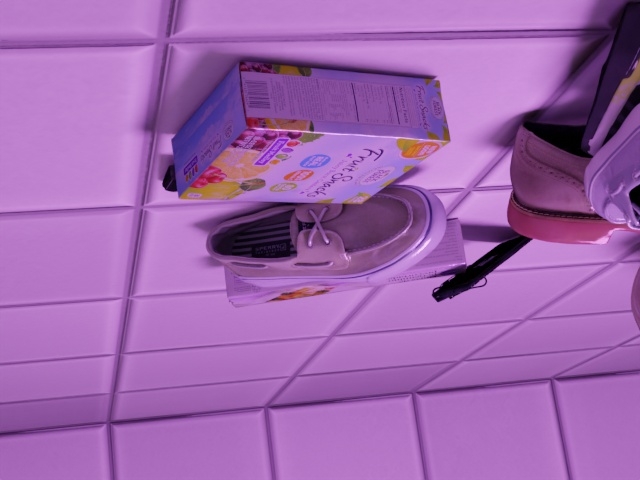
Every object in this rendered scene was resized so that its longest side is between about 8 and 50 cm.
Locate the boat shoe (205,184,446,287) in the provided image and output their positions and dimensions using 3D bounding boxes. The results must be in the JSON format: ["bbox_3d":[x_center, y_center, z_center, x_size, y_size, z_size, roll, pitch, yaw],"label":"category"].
[{"bbox_3d":[0.000,0.000,1.291,0.302,0.109,0.094,-15,160,31],"label":"boat shoe"}]

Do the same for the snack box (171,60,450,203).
[{"bbox_3d":[-0.012,-0.094,1.031,0.207,0.070,0.174,-1,163,-27],"label":"snack box"}]

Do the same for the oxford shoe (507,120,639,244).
[{"bbox_3d":[0.368,-0.074,1.133,0.348,0.123,0.130,-4,120,4],"label":"oxford shoe"}]

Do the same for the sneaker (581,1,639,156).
[{"bbox_3d":[0.296,-0.127,0.983,0.097,0.084,0.235,16,166,10],"label":"sneaker"}]

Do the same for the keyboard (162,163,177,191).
[{"bbox_3d":[-0.071,-0.072,1.154,0.180,0.023,0.108,-4,174,-15],"label":"keyboard"}]

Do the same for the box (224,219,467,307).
[{"bbox_3d":[0.032,0.032,1.480,0.323,0.067,0.063,-10,164,3],"label":"box"}]

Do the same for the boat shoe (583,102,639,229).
[{"bbox_3d":[0.293,-0.051,0.991,0.079,0.081,0.227,-3,160,-1],"label":"boat shoe"}]

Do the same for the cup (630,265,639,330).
[{"bbox_3d":[0.603,0.103,1.623,0.237,0.331,0.331,26,151,-19],"label":"cup"}]

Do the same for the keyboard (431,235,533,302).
[{"bbox_3d":[0.228,0.046,1.522,0.100,0.038,0.192,-23,-175,46],"label":"keyboard"}]
